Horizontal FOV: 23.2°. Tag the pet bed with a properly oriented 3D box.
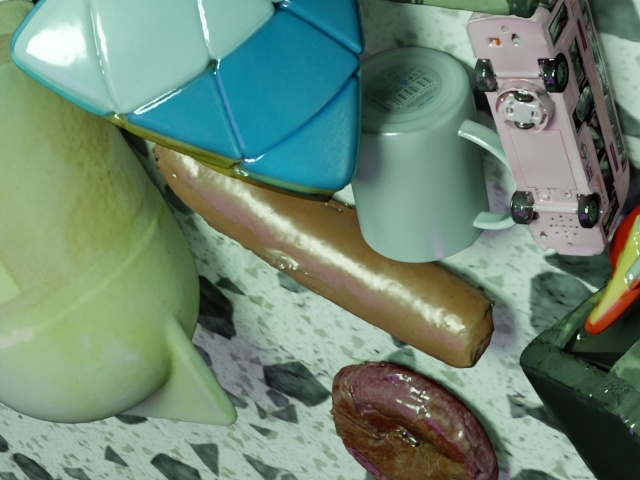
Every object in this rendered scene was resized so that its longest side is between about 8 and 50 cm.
[{"bbox_3d":[0.278,0.119,1.127,0.211,0.159,0.183,53,170,-21],"label":"pet bed"}]

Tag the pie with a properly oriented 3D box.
[{"bbox_3d":[0.087,0.182,1.461,0.182,0.049,0.182,29,147,21],"label":"pie"}]

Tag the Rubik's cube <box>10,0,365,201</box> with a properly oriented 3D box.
[{"bbox_3d":[-0.058,-0.181,1.084,0.254,0.254,0.254,24,145,19],"label":"Rubik's cube"}]

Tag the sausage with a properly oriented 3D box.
[{"bbox_3d":[0.001,0.001,1.293,0.326,0.079,0.087,31,157,11],"label":"sausage"}]

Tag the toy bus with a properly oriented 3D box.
[{"bbox_3d":[0.154,-0.084,1.034,0.063,0.090,0.203,5,136,31],"label":"toy bus"}]

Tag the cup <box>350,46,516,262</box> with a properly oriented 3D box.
[{"bbox_3d":[0.085,-0.062,1.130,0.136,0.099,0.133,-4,134,11],"label":"cup"}]

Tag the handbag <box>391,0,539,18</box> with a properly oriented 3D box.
[{"bbox_3d":[-0.019,-0.289,0.817,0.325,0.162,0.327,7,139,3],"label":"handbag"}]

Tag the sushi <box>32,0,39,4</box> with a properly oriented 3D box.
[{"bbox_3d":[-0.175,-0.262,1.074,0.126,0.136,0.225,51,152,19],"label":"sushi"}]

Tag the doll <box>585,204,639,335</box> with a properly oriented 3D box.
[{"bbox_3d":[0.241,-0.010,1.043,0.057,0.109,0.169,41,140,-1],"label":"doll"}]

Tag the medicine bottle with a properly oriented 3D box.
[{"bbox_3d":[-0.245,0.015,1.391,0.235,0.236,0.406,0,131,43],"label":"medicine bottle"}]
